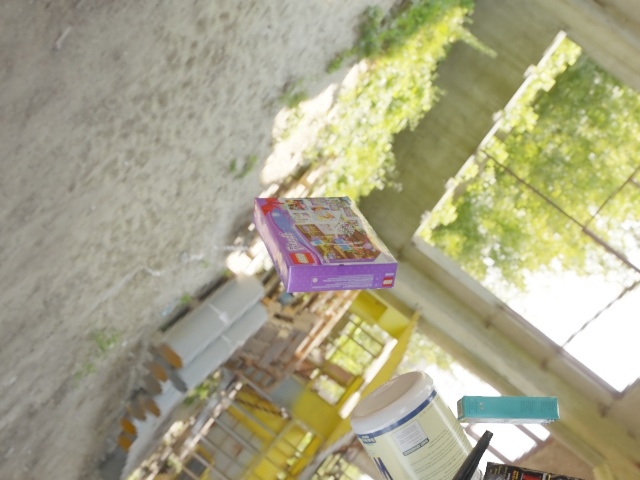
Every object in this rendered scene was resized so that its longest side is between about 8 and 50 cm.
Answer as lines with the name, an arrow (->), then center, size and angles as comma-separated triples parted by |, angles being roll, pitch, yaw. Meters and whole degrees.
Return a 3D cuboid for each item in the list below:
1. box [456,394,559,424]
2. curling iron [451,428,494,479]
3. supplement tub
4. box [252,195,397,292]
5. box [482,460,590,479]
box -> 0.481, 0.439, 2.260 | 0.100, 0.244, 0.060 | 99, -8, -70
curling iron -> 0.231, 0.456, 1.557 | 0.274, 0.035, 0.068 | -53, 150, -4
supplement tub -> 0.246, 0.513, 2.158 | 0.235, 0.325, 0.235 | -31, -175, 3
box -> 0.000, 0.000, 1.647 | 0.293, 0.200, 0.057 | -121, -146, -58
box -> 0.453, 0.657, 1.905 | 0.076, 0.242, 0.308 | 47, 54, -50
